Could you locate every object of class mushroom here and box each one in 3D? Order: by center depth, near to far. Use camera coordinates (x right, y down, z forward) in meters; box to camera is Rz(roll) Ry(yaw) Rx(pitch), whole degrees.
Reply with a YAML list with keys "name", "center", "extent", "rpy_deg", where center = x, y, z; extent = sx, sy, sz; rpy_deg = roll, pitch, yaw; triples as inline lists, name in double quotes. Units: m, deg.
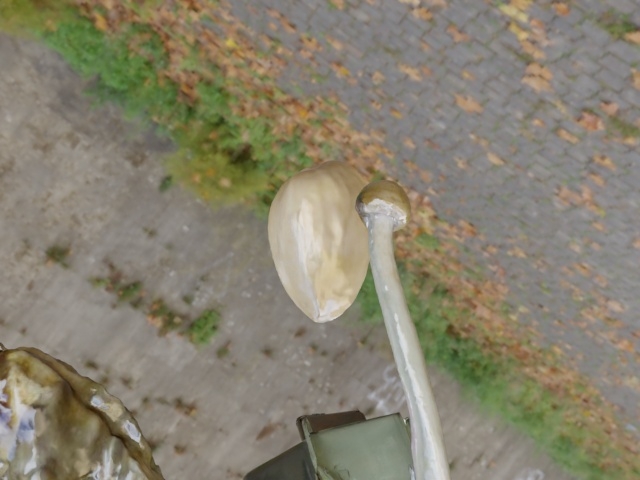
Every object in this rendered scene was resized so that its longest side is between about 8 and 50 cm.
- name: "mushroom"
  center: [0.064, 0.110, 0.577]
  extent: [0.043, 0.306, 0.068]
  rpy_deg: [-10, 179, 23]

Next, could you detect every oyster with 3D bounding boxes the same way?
- name: "oyster"
  center: [-0.119, 0.187, 0.530]
  extent: [0.345, 0.129, 0.078]
  rpy_deg: [40, 166, 0]

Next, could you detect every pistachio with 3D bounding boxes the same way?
- name: "pistachio"
  center: [0.000, 0.000, 1.248]
  extent: [0.157, 0.230, 0.157]
  rpy_deg: [0, -178, 0]

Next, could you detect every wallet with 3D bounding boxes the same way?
- name: "wallet"
  center: [0.035, 0.314, 1.264]
  extent: [0.110, 0.031, 0.198]
  rpy_deg: [-5, -157, -12]

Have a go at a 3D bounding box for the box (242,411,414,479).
- name: "box"
  center: [0.045, 0.311, 0.795]
  extent: [0.221, 0.166, 0.291]
  rpy_deg: [-111, 2, -47]
